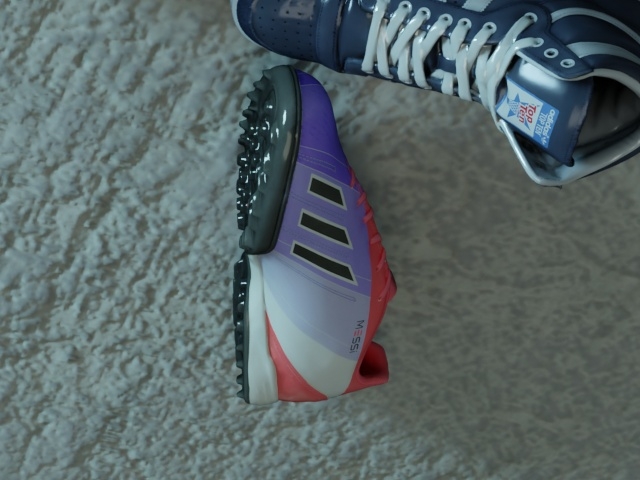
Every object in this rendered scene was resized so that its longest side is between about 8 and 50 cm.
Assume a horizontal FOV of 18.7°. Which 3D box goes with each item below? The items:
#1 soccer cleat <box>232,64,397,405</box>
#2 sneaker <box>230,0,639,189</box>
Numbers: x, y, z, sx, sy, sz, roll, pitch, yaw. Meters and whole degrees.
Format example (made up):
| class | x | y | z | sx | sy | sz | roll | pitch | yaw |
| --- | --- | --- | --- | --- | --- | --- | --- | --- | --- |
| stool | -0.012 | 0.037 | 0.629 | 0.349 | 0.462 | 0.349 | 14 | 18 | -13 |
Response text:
| class | x | y | z | sx | sy | sz | roll | pitch | yaw |
| --- | --- | --- | --- | --- | --- | --- | --- | --- | --- |
| soccer cleat | 0.000 | 0.000 | 1.339 | 0.116 | 0.109 | 0.318 | -1 | 138 | -5 |
| sneaker | 0.084 | -0.116 | 1.217 | 0.282 | 0.153 | 0.099 | 4 | 130 | -6 |
